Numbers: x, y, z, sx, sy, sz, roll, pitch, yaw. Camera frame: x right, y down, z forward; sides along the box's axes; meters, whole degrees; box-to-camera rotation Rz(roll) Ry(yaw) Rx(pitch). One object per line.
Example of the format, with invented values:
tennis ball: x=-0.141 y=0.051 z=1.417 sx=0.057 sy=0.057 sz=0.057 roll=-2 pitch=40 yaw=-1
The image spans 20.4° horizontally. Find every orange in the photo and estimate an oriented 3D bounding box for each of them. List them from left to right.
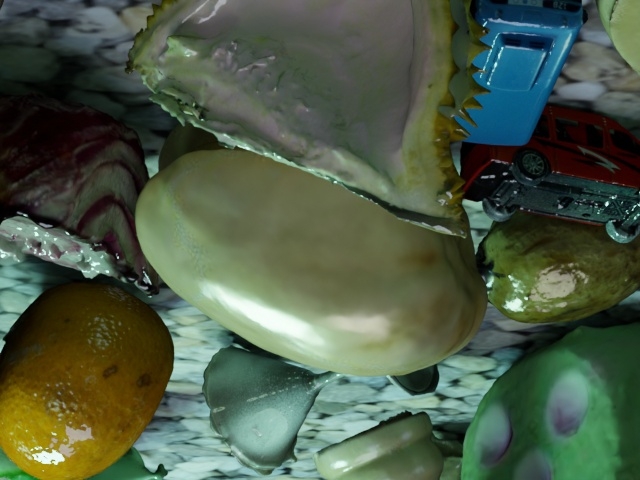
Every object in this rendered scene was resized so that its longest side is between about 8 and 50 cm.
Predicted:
orange: x=-0.255 y=0.144 z=1.844 sx=0.170 sy=0.224 sz=0.224 roll=37 pitch=141 yaw=-11

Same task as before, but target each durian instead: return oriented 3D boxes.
durian: x=0.023 y=-0.158 z=1.322 sx=0.185 sy=0.305 sz=0.196 roll=-20 pitch=133 yaw=-47

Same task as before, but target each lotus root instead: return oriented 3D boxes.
lotus root: x=0.245 y=0.010 z=1.688 sx=0.214 sy=0.138 sz=0.138 roll=-18 pitch=148 yaw=10

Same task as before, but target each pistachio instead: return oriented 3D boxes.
pistachio: x=0.000 y=0.000 z=1.561 sx=0.321 sy=0.229 sz=0.238 roll=27 pitch=120 yaw=-9

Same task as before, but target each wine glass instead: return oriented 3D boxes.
wine glass: x=0.005 y=0.148 z=1.930 sx=0.232 sy=0.156 sz=0.156 roll=-25 pitch=142 yaw=31

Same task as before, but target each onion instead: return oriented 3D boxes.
onion: x=-0.279 y=-0.063 z=1.549 sx=0.280 sy=0.146 sz=0.314 roll=17 pitch=176 yaw=13

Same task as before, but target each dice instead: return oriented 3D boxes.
dice: x=0.363 y=0.289 z=1.982 sx=0.322 sy=0.330 sz=0.318 roll=16 pitch=153 yaw=-27

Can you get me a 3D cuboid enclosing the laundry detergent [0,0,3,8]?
laundry detergent: x=-0.336 y=-0.192 z=1.370 sx=0.171 sy=0.076 sz=0.237 roll=15 pitch=148 yaw=-26

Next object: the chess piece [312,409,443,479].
chess piece: x=0.099 y=0.326 z=1.931 sx=0.142 sy=0.261 sz=0.143 roll=-20 pitch=169 yaw=-4

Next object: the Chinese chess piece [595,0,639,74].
Chinese chess piece: x=0.326 y=-0.200 z=1.314 sx=0.249 sy=0.103 sz=0.250 roll=1 pitch=152 yaw=1

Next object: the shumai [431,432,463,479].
shumai: x=0.198 y=0.293 z=2.219 sx=0.185 sy=0.218 sz=0.184 roll=43 pitch=136 yaw=10

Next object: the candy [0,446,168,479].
candy: x=-0.401 y=0.264 z=2.130 sx=0.397 sy=0.172 sz=0.263 roll=24 pitch=142 yaw=-14

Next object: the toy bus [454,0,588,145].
toy bus: x=0.145 y=-0.158 z=1.391 sx=0.090 sy=0.106 sz=0.185 roll=6 pitch=151 yaw=-5

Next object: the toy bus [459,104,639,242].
toy bus: x=0.223 y=-0.064 z=1.578 sx=0.195 sy=0.089 sz=0.081 roll=10 pitch=151 yaw=-15
